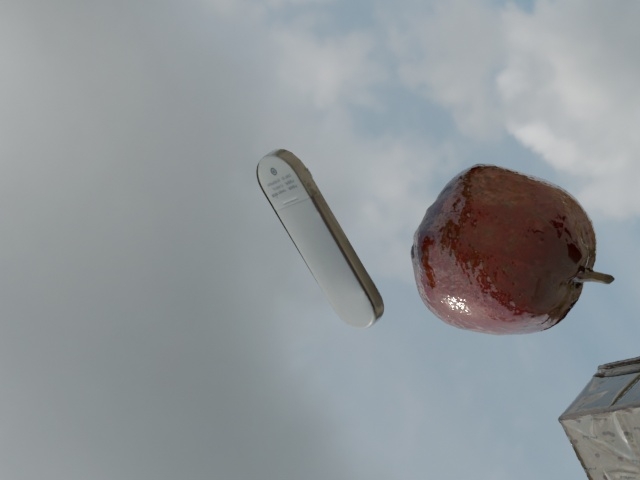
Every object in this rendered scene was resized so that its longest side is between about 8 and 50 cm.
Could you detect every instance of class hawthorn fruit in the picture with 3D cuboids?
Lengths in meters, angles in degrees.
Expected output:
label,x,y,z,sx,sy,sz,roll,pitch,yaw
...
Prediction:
label,x,y,z,sx,sy,sz,roll,pitch,yaw
hawthorn fruit,0.235,0.021,1.646,0.215,0.249,0.215,-53,-26,-41

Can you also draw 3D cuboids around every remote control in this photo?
label,x,y,z,sx,sy,sz,roll,pitch,yaw
remote control,0.000,0.000,1.631,0.022,0.077,0.245,-37,-79,-40

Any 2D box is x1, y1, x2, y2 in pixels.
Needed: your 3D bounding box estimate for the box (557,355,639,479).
label,x,y,z,sx,sy,sz,roll,pitch,yaw
box,0.573,0.355,2.228,0.190,0.225,0.297,-39,-76,-46
